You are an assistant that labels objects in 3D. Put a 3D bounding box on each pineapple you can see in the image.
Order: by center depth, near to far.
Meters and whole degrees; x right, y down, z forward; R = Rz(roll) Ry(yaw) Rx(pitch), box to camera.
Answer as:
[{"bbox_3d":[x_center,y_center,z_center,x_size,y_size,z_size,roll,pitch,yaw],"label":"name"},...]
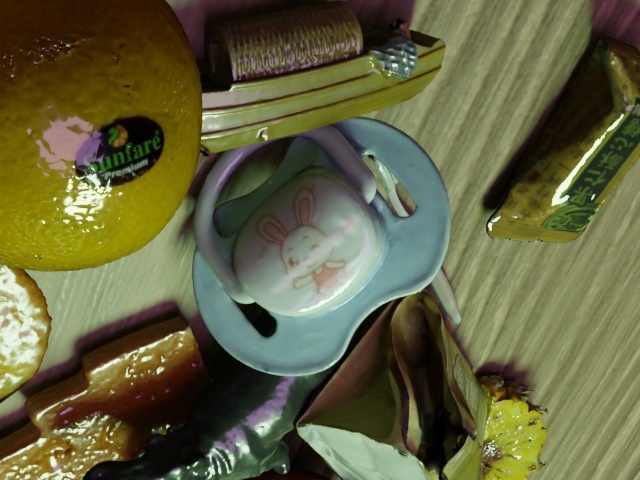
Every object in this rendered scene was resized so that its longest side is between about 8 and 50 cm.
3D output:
[{"bbox_3d":[0.247,0.282,1.689,0.135,0.079,0.233,-2,124,-32],"label":"pineapple"}]

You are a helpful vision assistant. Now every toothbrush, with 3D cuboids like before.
[{"bbox_3d":[0.119,0.000,1.440,0.029,0.025,0.307,-39,134,-10],"label":"toothbrush"}]

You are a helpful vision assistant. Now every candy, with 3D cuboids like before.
[{"bbox_3d":[0.305,-0.099,1.429,0.143,0.101,0.271,13,121,-30],"label":"candy"}]

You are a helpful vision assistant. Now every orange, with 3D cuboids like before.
[{"bbox_3d":[-0.224,-0.106,0.996,0.274,0.274,0.274,-16,129,-20],"label":"orange"}]

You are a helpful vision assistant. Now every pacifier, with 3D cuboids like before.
[{"bbox_3d":[0.000,0.000,1.291,0.287,0.238,0.226,-44,164,8],"label":"pacifier"}]

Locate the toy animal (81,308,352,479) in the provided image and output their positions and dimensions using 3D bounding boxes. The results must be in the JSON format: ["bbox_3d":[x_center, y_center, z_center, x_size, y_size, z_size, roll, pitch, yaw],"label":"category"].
[{"bbox_3d":[-0.099,0.208,1.358,0.343,0.106,0.168,-43,140,-17],"label":"toy animal"}]

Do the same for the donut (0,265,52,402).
[{"bbox_3d":[-0.381,0.086,1.150,0.253,0.118,0.253,-18,130,-22],"label":"donut"}]

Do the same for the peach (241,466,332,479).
[{"bbox_3d":[-0.054,0.395,1.494,0.280,0.238,0.281,5,149,3],"label":"peach"}]

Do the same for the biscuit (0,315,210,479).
[{"bbox_3d":[-0.225,0.208,1.382,0.284,0.043,0.306,21,109,-39],"label":"biscuit"}]

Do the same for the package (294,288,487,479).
[{"bbox_3d":[0.133,0.225,1.444,0.221,0.165,0.311,-50,151,-12],"label":"package"}]

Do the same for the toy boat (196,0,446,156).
[{"bbox_3d":[-0.026,-0.166,1.188,0.310,0.089,0.115,-16,116,-18],"label":"toy boat"}]
